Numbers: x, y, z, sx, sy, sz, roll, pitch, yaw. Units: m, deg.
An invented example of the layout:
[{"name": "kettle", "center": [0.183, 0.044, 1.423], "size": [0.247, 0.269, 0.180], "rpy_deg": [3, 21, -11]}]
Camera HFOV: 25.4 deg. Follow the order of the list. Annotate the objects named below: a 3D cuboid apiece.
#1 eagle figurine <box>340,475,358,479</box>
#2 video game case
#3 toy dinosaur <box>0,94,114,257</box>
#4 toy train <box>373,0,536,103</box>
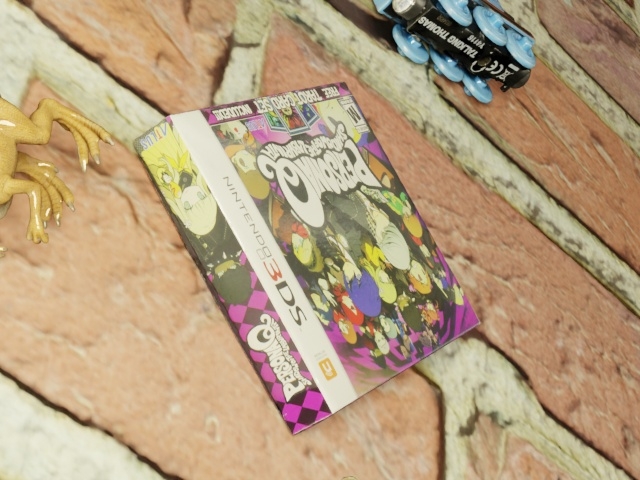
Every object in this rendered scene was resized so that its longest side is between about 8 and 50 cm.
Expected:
[{"name": "eagle figurine", "center": [0.052, 0.281, 0.683], "size": [0.226, 0.225, 0.298], "rpy_deg": [-58, 155, -15]}, {"name": "video game case", "center": [0.000, 0.000, 0.959], "size": [0.232, 0.042, 0.210], "rpy_deg": [-20, 80, -59]}, {"name": "toy dinosaur", "center": [-0.174, -0.062, 0.751], "size": [0.112, 0.064, 0.212], "rpy_deg": [21, 46, -43]}, {"name": "toy train", "center": [0.123, -0.198, 1.283], "size": [0.184, 0.080, 0.105], "rpy_deg": [23, 39, -43]}]
